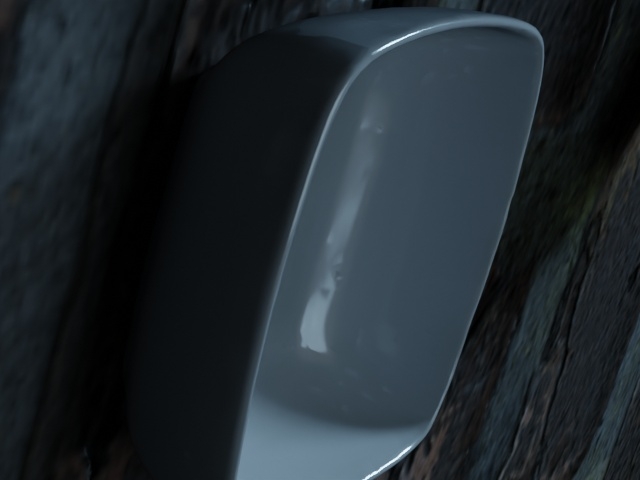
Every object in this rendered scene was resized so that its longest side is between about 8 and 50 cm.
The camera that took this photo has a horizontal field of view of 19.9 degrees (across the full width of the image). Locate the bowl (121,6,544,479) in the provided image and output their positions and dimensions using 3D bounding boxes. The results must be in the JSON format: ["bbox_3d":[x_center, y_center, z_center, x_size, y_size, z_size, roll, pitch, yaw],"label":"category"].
[{"bbox_3d":[0.000,0.000,0.495,0.142,0.053,0.142,-17,127,-61],"label":"bowl"}]
